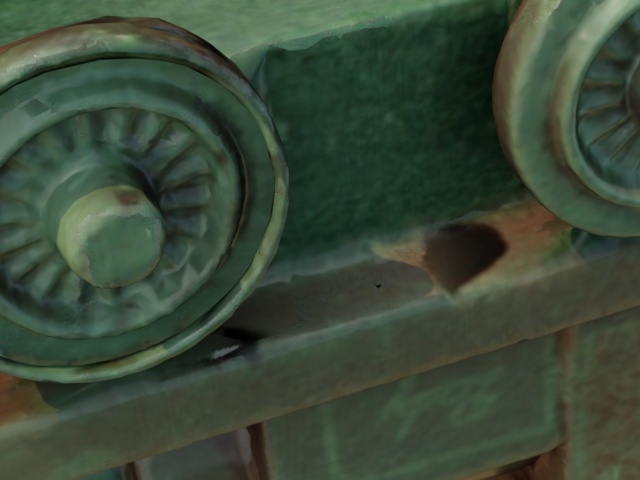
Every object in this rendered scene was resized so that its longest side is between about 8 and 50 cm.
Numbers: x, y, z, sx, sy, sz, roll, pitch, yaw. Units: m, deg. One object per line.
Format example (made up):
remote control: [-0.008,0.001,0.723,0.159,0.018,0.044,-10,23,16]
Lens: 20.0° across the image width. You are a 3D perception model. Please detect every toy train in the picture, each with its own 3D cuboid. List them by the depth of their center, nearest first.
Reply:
toy train: [0.000,0.000,0.473,0.304,0.221,0.150,-14,39,-13]
